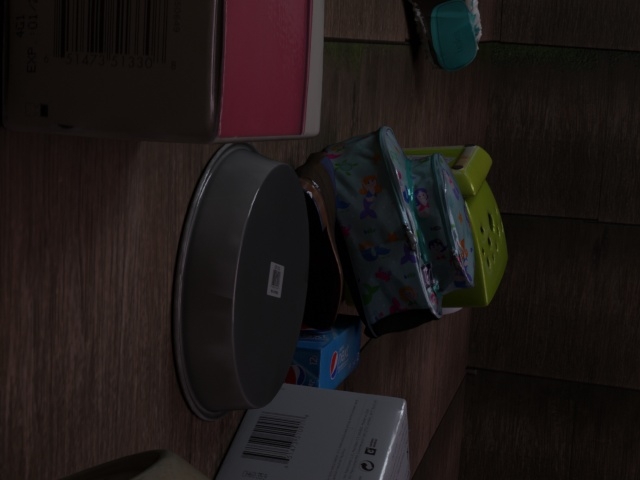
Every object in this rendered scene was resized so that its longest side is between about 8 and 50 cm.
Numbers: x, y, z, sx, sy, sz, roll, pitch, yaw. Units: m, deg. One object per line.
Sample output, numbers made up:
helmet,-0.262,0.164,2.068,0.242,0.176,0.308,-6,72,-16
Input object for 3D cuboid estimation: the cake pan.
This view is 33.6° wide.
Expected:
cake pan,-0.071,0.043,1.096,0.293,0.054,0.293,5,90,-75

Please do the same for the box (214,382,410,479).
box,-0.005,0.267,1.179,0.181,0.181,0.119,-65,155,-52

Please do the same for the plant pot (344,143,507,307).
plant pot,0.160,-0.029,1.638,0.228,0.227,0.207,-49,136,-65

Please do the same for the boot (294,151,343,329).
boot,0.000,0.000,1.295,0.106,0.082,0.219,-62,152,-49

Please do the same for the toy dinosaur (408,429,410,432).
toy dinosaur,0.127,0.369,2.043,0.090,0.047,0.082,-22,132,-36

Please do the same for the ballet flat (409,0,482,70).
ballet flat,0.203,-0.461,1.862,0.409,0.147,0.147,76,24,-59

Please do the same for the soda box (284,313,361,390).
soda box,-0.004,0.147,1.362,0.210,0.067,0.071,-26,121,-73

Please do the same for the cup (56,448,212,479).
cup,-0.118,0.257,0.585,0.331,0.331,0.237,-16,86,-74

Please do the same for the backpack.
backpack,0.098,-0.026,1.415,0.254,0.191,0.225,64,14,-12

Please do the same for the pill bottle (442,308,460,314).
pill bottle,0.219,-0.002,1.984,0.153,0.153,0.265,-60,153,-57

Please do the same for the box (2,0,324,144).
box,-0.097,-0.135,0.742,0.232,0.148,0.127,-24,118,-74
